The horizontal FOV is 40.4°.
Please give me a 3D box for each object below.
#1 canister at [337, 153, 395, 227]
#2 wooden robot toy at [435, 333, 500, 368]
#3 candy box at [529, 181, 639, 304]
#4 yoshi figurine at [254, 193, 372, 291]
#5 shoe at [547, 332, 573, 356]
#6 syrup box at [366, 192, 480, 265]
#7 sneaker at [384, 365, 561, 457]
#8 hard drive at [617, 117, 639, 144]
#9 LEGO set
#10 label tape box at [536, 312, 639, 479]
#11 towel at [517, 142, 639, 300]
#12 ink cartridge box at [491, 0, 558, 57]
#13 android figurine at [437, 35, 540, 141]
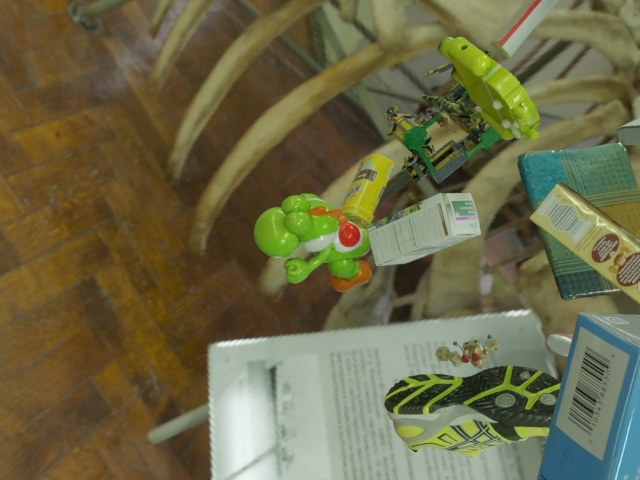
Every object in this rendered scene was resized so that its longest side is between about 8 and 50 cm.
[{"bbox_3d":[0.112,-0.123,2.170,0.073,0.126,0.170,28,76,-13],"label":"canister"},{"bbox_3d":[0.377,0.295,2.165,0.079,0.173,0.076,62,29,-24],"label":"wooden robot toy"},{"bbox_3d":[0.553,0.017,1.647,0.316,0.087,0.183,40,17,11],"label":"candy box"},{"bbox_3d":[-0.024,-0.004,1.965,0.203,0.203,0.362,41,3,32],"label":"yoshi figurine"},{"bbox_3d":[0.663,0.257,2.223,0.178,0.063,0.081,20,53,-4],"label":"shoe"},{"bbox_3d":[0.215,-0.022,1.838,0.093,0.237,0.096,-4,75,-40],"label":"syrup box"},{"bbox_3d":[0.323,0.344,1.709,0.145,0.384,0.147,-54,132,-48],"label":"sneaker"},{"bbox_3d":[0.868,-0.287,1.950,0.353,0.233,0.047,-25,108,-33],"label":"hard drive"},{"bbox_3d":[0.291,-0.307,2.070,0.255,0.331,0.192,40,8,-42],"label":"LEGO set"},{"bbox_3d":[0.420,0.217,0.952,0.347,0.249,0.115,4,13,-25],"label":"label tape box"},{"bbox_3d":[0.612,-0.048,1.962,0.040,0.271,0.370,102,-20,-63],"label":"towel"},{"bbox_3d":[0.412,-0.437,1.675,0.056,0.181,0.225,39,14,-5],"label":"ink cartridge box"},{"bbox_3d":[0.331,-0.290,1.691,0.273,0.056,0.248,53,3,38],"label":"android figurine"}]
